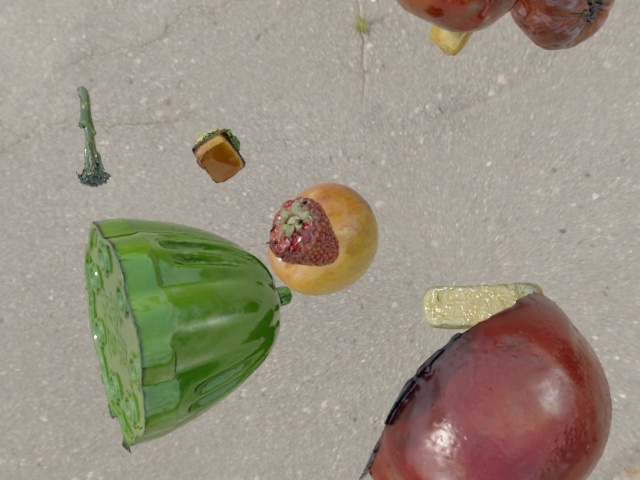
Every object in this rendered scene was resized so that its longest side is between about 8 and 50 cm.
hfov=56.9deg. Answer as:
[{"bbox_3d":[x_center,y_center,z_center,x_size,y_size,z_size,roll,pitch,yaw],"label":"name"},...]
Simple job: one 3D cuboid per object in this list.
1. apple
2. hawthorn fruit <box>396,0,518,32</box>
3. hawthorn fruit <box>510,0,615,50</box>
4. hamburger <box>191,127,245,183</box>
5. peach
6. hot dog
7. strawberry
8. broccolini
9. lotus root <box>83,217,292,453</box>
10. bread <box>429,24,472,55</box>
[{"bbox_3d":[0.000,0.000,1.616,0.275,0.299,0.299,-24,78,-32],"label":"apple"},{"bbox_3d":[0.278,-0.512,1.107,0.254,0.254,0.300,-41,48,7],"label":"hawthorn fruit"},{"bbox_3d":[0.541,-0.586,1.387,0.242,0.242,0.272,-47,54,5],"label":"hawthorn fruit"},{"bbox_3d":[-0.292,-0.251,1.708,0.137,0.166,0.087,-31,49,-2],"label":"hamburger"},{"bbox_3d":[0.239,0.225,0.735,0.361,0.258,0.201,-34,58,-24],"label":"peach"},{"bbox_3d":[0.301,0.123,1.082,0.242,0.073,0.084,-9,73,45],"label":"hot dog"},{"bbox_3d":[-0.015,-0.003,0.630,0.073,0.083,0.073,-21,47,25],"label":"strawberry"},{"bbox_3d":[-0.487,-0.216,1.245,0.067,0.058,0.216,-14,77,4],"label":"broccolini"},{"bbox_3d":[-0.098,0.064,0.507,0.186,0.186,0.186,-1,85,13],"label":"lotus root"},{"bbox_3d":[0.372,-0.599,1.438,0.091,0.142,0.305,28,112,-14],"label":"bread"}]
